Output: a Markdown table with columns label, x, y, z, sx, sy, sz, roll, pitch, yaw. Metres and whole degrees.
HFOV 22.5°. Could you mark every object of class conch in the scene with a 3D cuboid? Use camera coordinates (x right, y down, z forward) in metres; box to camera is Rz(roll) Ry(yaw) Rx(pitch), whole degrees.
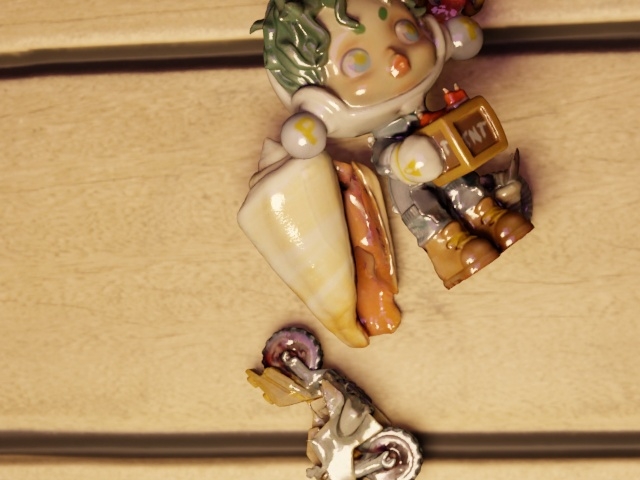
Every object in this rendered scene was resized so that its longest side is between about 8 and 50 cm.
| label | x | y | z | sx | sy | sz | roll | pitch | yaw |
| --- | --- | --- | --- | --- | --- | --- | --- | --- | --- |
| conch | -0.006 | -0.003 | 1.810 | 0.158 | 0.127 | 0.255 | -26 | 110 | -24 |

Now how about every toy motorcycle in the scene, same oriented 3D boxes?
| label | x | y | z | sx | sy | sz | roll | pitch | yaw |
| --- | --- | --- | --- | --- | --- | --- | --- | --- | --- |
| toy motorcycle | 0.003 | 0.209 | 1.810 | 0.229 | 0.094 | 0.130 | 45 | 99 | 11 |

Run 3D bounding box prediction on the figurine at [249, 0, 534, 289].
| label | x | y | z | sx | sy | sz | roll | pitch | yaw |
| --- | --- | --- | --- | --- | --- | --- | --- | --- | --- |
| figurine | 0.077 | -0.137 | 1.704 | 0.382 | 0.261 | 0.186 | 55 | 141 | 3 |

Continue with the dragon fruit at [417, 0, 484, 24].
| label | x | y | z | sx | sy | sz | roll | pitch | yaw |
| --- | --- | --- | --- | --- | --- | --- | --- | --- | --- |
| dragon fruit | 0.147 | -0.324 | 1.767 | 0.150 | 0.133 | 0.208 | 25 | 113 | 34 |
